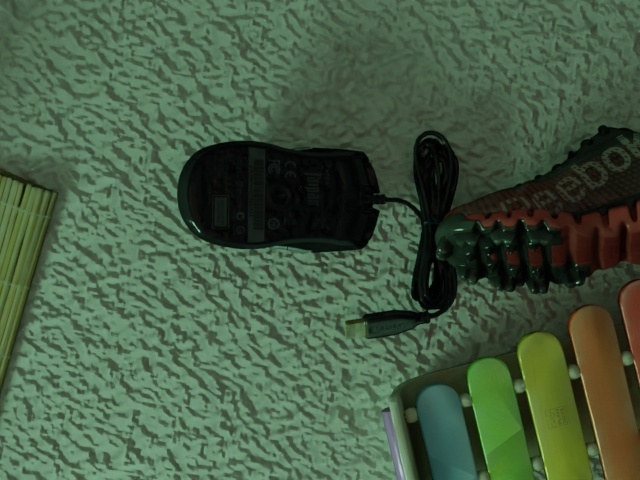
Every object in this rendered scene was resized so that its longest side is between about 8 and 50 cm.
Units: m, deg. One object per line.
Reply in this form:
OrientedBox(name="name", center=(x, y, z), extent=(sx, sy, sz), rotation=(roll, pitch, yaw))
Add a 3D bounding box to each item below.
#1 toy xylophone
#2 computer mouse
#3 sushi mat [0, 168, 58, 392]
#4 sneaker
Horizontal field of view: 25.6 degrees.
OrientedBox(name="toy xylophone", center=(0.224, 0.183, 1.281), extent=(0.322, 0.081, 0.236), rotation=(-22, 94, -3))
OrientedBox(name="computer mouse", center=(0.000, 0.000, 1.269), extent=(0.262, 0.060, 0.184), rotation=(-4, 88, -16))
OrientedBox(name="sushi mat", center=(-0.349, 0.081, 1.261), extent=(0.151, 0.019, 0.316), rotation=(16, 91, -4))
OrientedBox(name="sneaker", center=(0.236, -0.033, 1.258), extent=(0.276, 0.097, 0.135), rotation=(-7, 54, 4))
